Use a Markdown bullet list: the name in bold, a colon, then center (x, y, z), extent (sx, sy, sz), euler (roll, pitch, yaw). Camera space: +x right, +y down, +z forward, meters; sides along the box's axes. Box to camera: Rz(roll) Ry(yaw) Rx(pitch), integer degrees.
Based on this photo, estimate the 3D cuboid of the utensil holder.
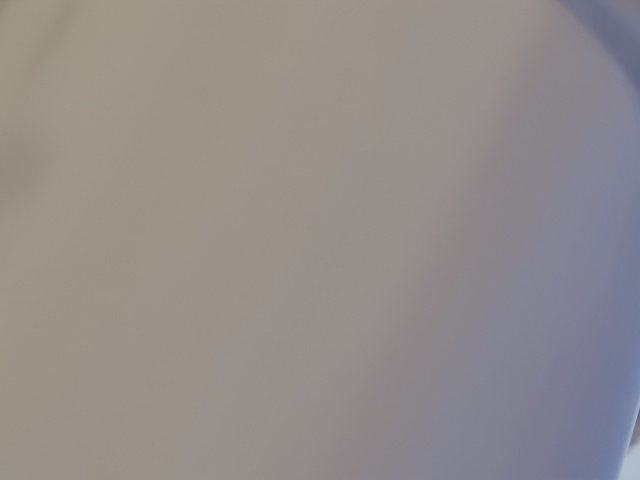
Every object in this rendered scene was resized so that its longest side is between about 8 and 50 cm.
- **utensil holder**: center (-0.054, 0.081, 0.605), extent (0.327, 0.328, 0.385), euler (-37, -158, 49)
